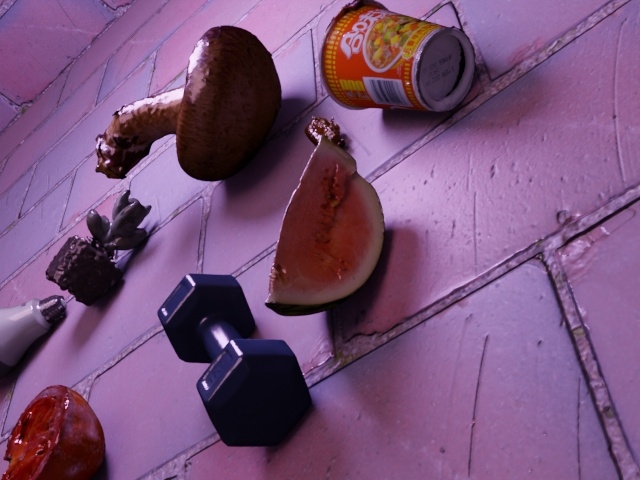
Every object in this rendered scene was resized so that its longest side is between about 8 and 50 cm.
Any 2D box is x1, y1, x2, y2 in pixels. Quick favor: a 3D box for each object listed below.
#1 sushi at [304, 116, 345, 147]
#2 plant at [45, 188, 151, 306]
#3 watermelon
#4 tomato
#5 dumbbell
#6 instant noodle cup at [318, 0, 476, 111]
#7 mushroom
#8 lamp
[{"bbox_3d":[0.010,-0.197,1.461,0.060,0.061,0.118,-43,52,-1],"label":"sushi"},{"bbox_3d":[-0.494,0.009,1.802,0.274,0.149,0.146,-52,32,-5],"label":"plant"},{"bbox_3d":[0.027,0.008,1.175,0.128,0.159,0.303,6,56,20],"label":"watermelon"},{"bbox_3d":[-0.459,0.376,1.404,0.200,0.139,0.233,-38,36,28],"label":"tomato"},{"bbox_3d":[-0.138,0.169,1.201,0.144,0.160,0.325,-25,28,-15],"label":"dumbbell"},{"bbox_3d":[0.132,-0.292,1.296,0.212,0.193,0.193,25,79,49],"label":"instant noodle cup"},{"bbox_3d":[-0.256,-0.288,1.644,0.331,0.356,0.334,-52,-23,-54],"label":"mushroom"},{"bbox_3d":[-0.763,0.219,1.947,0.314,0.182,0.182,-35,30,-11],"label":"lamp"}]
